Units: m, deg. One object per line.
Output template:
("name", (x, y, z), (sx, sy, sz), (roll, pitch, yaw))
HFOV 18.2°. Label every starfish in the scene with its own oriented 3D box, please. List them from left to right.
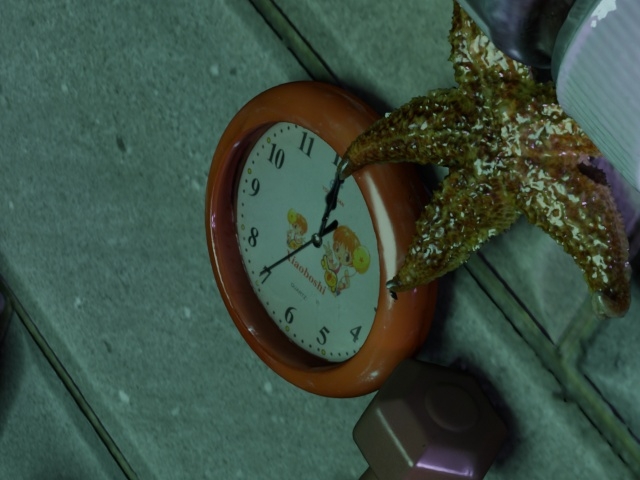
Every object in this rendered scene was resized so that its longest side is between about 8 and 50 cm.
("starfish", (0.098, -0.057, 1.118), (0.227, 0.043, 0.240), (-28, 73, 35))

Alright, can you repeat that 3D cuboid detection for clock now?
("clock", (0.000, 0.000, 1.273), (0.205, 0.051, 0.205), (18, 115, 45))

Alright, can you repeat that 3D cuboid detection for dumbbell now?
("dumbbell", (0.035, 0.166, 1.267), (0.082, 0.092, 0.231), (35, 136, 1))

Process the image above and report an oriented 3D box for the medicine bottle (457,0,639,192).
("medicine bottle", (0.131, -0.163, 0.957), (0.273, 0.165, 0.165), (54, 139, 22))
